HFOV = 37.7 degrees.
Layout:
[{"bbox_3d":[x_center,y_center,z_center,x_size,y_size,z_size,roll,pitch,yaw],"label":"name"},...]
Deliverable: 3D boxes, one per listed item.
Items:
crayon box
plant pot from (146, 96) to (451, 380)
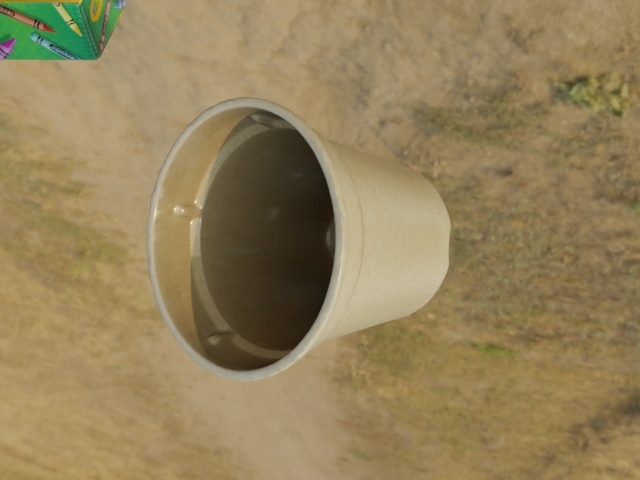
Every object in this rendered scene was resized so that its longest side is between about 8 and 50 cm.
[{"bbox_3d":[-0.316,-0.334,1.143,0.165,0.278,0.081,3,139,11],"label":"crayon box"},{"bbox_3d":[0.000,0.000,1.215,0.334,0.333,0.305,-6,175,42],"label":"plant pot"}]
